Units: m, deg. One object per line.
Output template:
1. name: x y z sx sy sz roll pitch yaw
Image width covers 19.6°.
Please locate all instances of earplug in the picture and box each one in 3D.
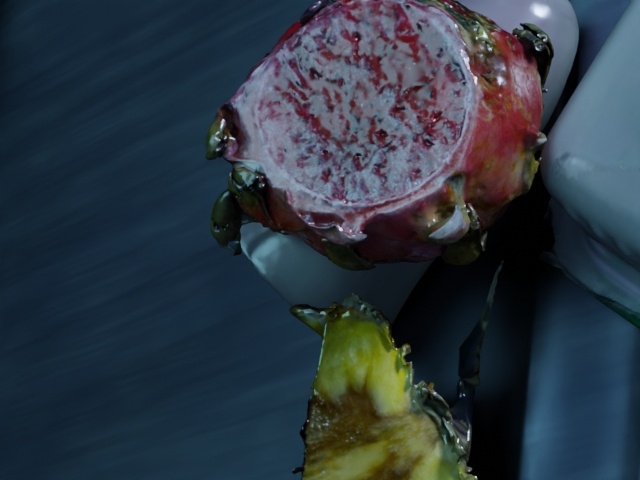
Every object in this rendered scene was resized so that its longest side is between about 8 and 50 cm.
1. earplug: 0.081 -0.078 1.417 0.301 0.172 0.172 -47 43 12

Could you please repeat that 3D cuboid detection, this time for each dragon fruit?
1. dragon fruit: 0.038 -0.069 1.282 0.282 0.147 0.211 -29 84 6

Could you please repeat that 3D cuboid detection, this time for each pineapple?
1. pineapple: 0.052 0.187 1.342 0.158 0.161 0.334 1 83 5

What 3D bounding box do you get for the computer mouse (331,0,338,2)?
1. computer mouse: 0.078 -0.305 1.595 0.126 0.056 0.245 22 81 44

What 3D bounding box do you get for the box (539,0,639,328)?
1. box: 0.273 -0.097 1.247 0.264 0.106 0.336 39 102 49
